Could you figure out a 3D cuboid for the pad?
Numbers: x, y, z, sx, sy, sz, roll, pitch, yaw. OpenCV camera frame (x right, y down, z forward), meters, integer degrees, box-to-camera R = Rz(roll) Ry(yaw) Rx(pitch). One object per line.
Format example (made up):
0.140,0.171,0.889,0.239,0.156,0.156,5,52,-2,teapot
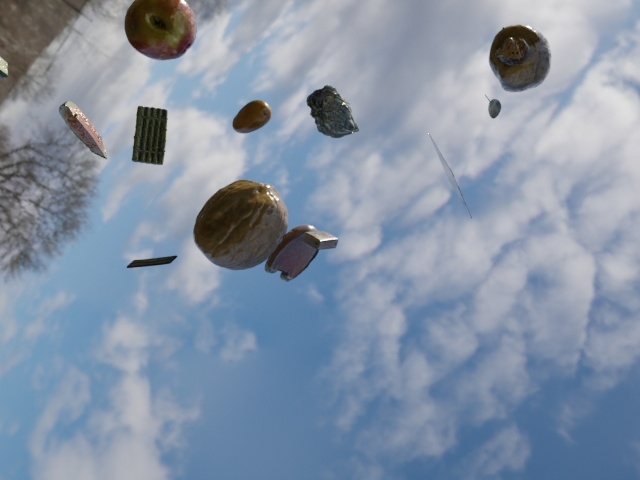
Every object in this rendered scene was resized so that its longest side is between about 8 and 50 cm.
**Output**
0.235,-0.115,1.296,0.003,0.157,0.112,-27,-128,8,pad

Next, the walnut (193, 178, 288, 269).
-0.251,-0.053,2.292,0.313,0.252,0.277,-47,-158,4,walnut

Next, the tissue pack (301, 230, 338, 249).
0.000,0.000,1.935,0.063,0.083,0.035,29,-70,34,tissue pack

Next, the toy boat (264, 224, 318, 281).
-0.098,0.034,2.530,0.227,0.155,0.085,-50,-140,12,toy boat

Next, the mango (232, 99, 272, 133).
-0.230,-0.396,2.321,0.184,0.085,0.102,-10,-133,47,mango

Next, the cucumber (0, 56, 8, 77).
-0.955,-0.519,2.079,0.035,0.107,0.067,-27,-125,13,cucumber

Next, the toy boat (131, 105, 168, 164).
-0.335,-0.206,1.415,0.016,0.063,0.114,152,-58,-71,toy boat

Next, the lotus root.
0.472,-0.431,1.705,0.140,0.154,0.257,-24,175,13,lotus root

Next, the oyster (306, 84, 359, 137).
0.033,-0.347,1.987,0.125,0.177,0.064,-40,-150,-11,oyster

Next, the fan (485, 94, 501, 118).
0.517,-0.405,2.140,0.060,0.080,0.003,-28,-160,-31,fan

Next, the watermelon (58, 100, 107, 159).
-0.732,-0.351,2.218,0.063,0.245,0.119,-41,-127,-14,watermelon

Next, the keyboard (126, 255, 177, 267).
-0.509,0.065,2.170,0.155,0.010,0.053,-6,-157,20,keyboard

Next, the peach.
-0.420,-0.568,1.901,0.190,0.190,0.192,-49,-165,11,peach
